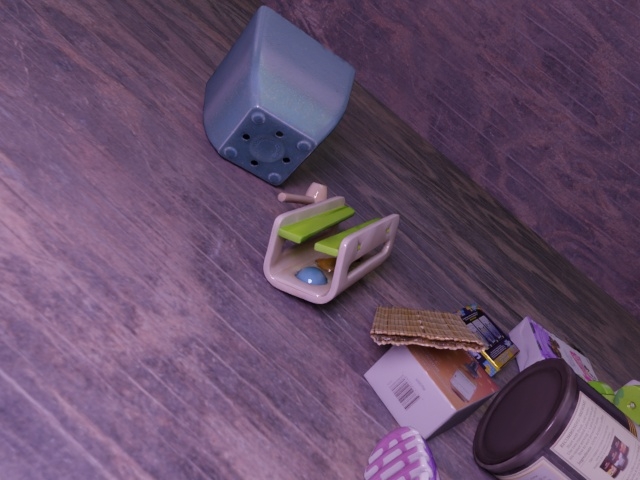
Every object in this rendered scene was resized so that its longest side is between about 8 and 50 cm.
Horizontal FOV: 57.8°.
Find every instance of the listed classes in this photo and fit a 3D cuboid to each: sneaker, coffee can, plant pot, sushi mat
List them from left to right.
[{"bbox_3d":[-0.097,-0.264,1.187,0.247,0.248,0.252,29,42,-24],"label":"plant pot"},{"bbox_3d":[0.158,0.132,0.906,0.152,0.019,0.316,4,0,7],"label":"sushi mat"},{"bbox_3d":[0.122,0.326,0.645,0.105,0.095,0.236,32,29,-32],"label":"sneaker"},{"bbox_3d":[0.401,0.342,0.870,0.275,0.201,0.201,40,24,0],"label":"coffee can"}]

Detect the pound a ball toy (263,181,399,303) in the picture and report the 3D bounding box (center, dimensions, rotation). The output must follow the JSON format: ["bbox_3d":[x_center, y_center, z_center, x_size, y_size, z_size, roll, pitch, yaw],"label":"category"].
[{"bbox_3d":[0.000,0.000,1.023,0.208,0.135,0.319,19,18,19],"label":"pound a ball toy"}]

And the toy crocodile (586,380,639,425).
[{"bbox_3d":[0.507,0.295,0.985,0.115,0.341,0.105,9,77,-29],"label":"toy crocodile"}]

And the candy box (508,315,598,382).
[{"bbox_3d":[0.536,0.287,1.318,0.196,0.070,0.165,35,24,-9],"label":"candy box"}]

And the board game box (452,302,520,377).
[{"bbox_3d":[0.326,0.204,1.191,0.141,0.048,0.170,51,26,20],"label":"board game box"}]

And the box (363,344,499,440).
[{"bbox_3d":[0.174,0.219,0.894,0.171,0.091,0.130,2,43,-53],"label":"box"}]

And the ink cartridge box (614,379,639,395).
[{"bbox_3d":[0.650,0.396,0.980,0.207,0.119,0.353,60,-7,-8],"label":"ink cartridge box"}]
